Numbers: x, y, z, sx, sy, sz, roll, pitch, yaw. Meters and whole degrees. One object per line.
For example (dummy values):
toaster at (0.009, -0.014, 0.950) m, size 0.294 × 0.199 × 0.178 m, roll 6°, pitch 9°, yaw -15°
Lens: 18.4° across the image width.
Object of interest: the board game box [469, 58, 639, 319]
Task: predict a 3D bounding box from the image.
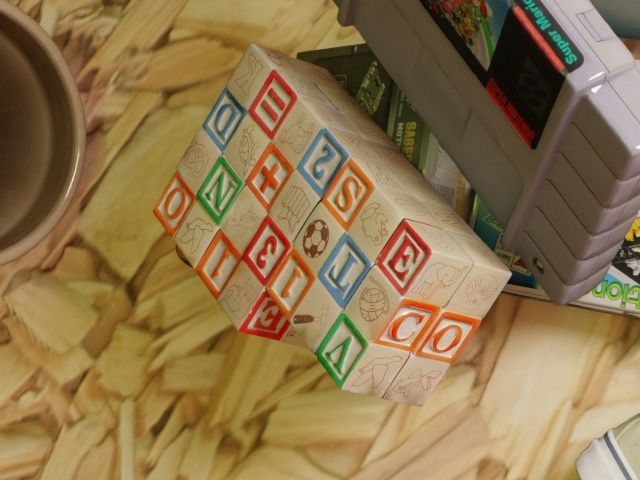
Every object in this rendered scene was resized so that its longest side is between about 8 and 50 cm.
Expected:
board game box at (0.257, -0.035, 1.476) m, size 0.305 × 0.053 × 0.193 m, roll 11°, pitch 87°, yaw 38°

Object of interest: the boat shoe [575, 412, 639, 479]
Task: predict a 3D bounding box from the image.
boat shoe at (0.284, 0.232, 1.360) m, size 0.094 × 0.109 × 0.302 m, roll -46°, pitch 54°, yaw 16°

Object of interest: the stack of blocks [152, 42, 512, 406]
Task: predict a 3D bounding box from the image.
stack of blocks at (0.000, 0.000, 1.537) m, size 0.171 × 0.087 × 0.297 m, roll -58°, pitch 43°, yaw 19°

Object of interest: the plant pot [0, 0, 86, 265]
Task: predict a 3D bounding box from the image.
plant pot at (-0.390, -0.101, 1.869) m, size 0.229 × 0.263 × 0.263 m, roll 1°, pitch 79°, yaw 54°

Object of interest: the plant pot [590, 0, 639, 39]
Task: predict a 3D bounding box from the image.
plant pot at (0.242, -0.273, 1.440) m, size 0.252 × 0.248 × 0.247 m, roll -23°, pitch 66°, yaw 45°

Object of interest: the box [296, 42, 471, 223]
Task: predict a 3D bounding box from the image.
box at (0.042, -0.047, 1.616) m, size 0.183 × 0.056 × 0.231 m, roll -2°, pitch 77°, yaw 48°

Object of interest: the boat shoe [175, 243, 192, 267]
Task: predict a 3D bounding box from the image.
boat shoe at (-0.077, -0.002, 1.723) m, size 0.137 × 0.043 × 0.049 m, roll -7°, pitch 76°, yaw 36°

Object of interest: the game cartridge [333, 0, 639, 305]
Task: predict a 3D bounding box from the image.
game cartridge at (0.110, -0.147, 1.422) m, size 0.068 × 0.230 × 0.355 m, roll -28°, pitch 68°, yaw -17°
